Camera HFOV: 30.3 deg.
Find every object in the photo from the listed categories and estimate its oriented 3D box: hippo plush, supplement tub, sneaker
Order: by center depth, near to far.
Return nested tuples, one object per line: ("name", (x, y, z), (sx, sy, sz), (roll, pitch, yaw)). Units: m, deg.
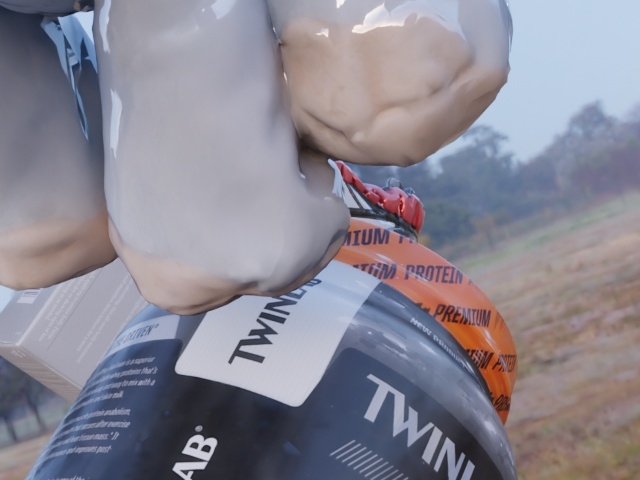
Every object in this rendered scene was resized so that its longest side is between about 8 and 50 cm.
("hippo plush", (-0.071, -0.104, 0.301), (0.294, 0.234, 0.236), (-53, -15, 14))
("supplement tub", (-0.041, 0.160, 0.498), (0.207, 0.207, 0.338), (-24, 29, 47))
("sneaker", (0.001, 0.000, 0.990), (0.097, 0.135, 0.276), (-17, -22, 33))

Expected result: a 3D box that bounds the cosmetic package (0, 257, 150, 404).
("cosmetic package", (-0.115, 0.095, 0.904), (0.127, 0.238, 0.107), (-57, 24, -20))
